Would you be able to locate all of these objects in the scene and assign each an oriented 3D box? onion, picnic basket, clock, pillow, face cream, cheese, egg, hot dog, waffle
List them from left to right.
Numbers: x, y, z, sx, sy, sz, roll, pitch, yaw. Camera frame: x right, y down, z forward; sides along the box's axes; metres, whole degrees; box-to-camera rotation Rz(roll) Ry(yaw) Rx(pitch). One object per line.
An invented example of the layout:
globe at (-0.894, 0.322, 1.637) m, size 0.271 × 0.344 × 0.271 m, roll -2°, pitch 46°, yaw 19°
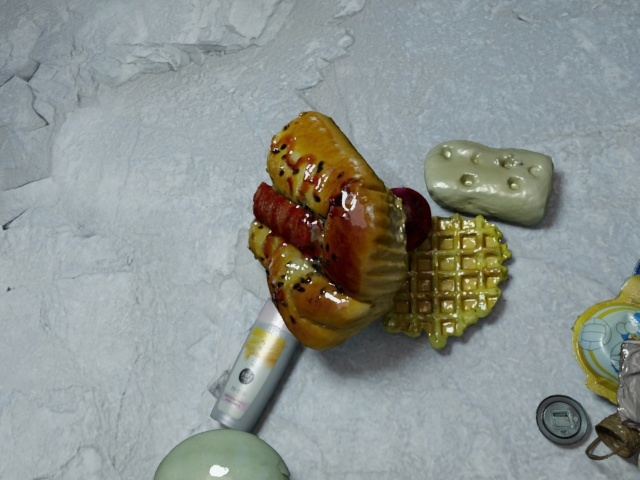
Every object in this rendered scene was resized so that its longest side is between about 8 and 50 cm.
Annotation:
egg at (-0.176, 0.430, 0.923) m, size 0.254 × 0.186 × 0.186 m, roll -7°, pitch 63°, yaw 13°
face cream at (-0.122, 0.250, 1.064) m, size 0.107 × 0.073 × 0.269 m, roll 23°, pitch 71°, yaw 17°
hot dog at (0.000, 0.000, 0.981) m, size 0.196 × 0.367 × 0.365 m, roll -4°, pitch 42°, yaw -35°
onion at (0.154, -0.039, 1.027) m, size 0.131 × 0.131 × 0.131 m, roll -7°, pitch 63°, yaw 13°
waffle at (0.214, 0.055, 1.068) m, size 0.312 × 0.060 × 0.307 m, roll 32°, pitch 76°, yaw 26°
cheese at (0.345, -0.130, 1.097) m, size 0.263 × 0.093 × 0.159 m, roll 12°, pitch 62°, yaw 20°
clock at (0.415, 0.309, 0.904) m, size 0.085 × 0.017 × 0.085 m, roll -7°, pitch 63°, yaw 14°
picnic basket at (0.469, 0.328, 0.848) m, size 0.083 × 0.072 × 0.072 m, roll -32°, pitch 59°, yaw -13°
cheese at (0.546, 0.154, 0.912) m, size 0.177 × 0.069 × 0.270 m, roll 28°, pitch 74°, yaw 25°
pillow at (0.588, 0.246, 0.820) m, size 0.249 × 0.049 × 0.135 m, roll 12°, pitch 83°, yaw 1°

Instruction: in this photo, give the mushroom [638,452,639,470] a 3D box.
mushroom at (0.541, 0.348, 0.819) m, size 0.084 × 0.067 × 0.083 m, roll 1°, pitch 99°, yaw 5°
